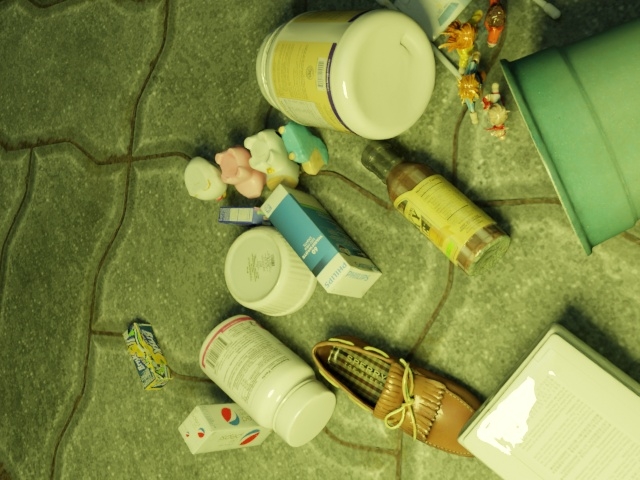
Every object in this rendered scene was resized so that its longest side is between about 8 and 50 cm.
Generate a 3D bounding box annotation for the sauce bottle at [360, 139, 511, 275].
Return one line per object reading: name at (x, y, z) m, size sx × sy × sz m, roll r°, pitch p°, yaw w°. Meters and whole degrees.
sauce bottle at (0.210, -0.075, 1.293) m, size 0.111 × 0.111 × 0.344 m, roll -52°, pitch 56°, yaw 15°

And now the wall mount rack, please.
wall mount rack at (0.277, -0.464, 1.314) m, size 0.304 × 0.130 × 0.350 m, roll 43°, pitch 110°, yaw -2°

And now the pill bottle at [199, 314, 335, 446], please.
pill bottle at (-0.113, 0.294, 1.411) m, size 0.283 × 0.160 × 0.160 m, roll 34°, pitch 101°, yaw 34°

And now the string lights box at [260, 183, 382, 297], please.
string lights box at (0.000, 0.000, 1.404) m, size 0.076 × 0.133 × 0.259 m, roll -50°, pitch 58°, yaw 16°

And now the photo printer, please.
photo printer at (0.413, 0.318, 1.042) m, size 0.308 × 0.107 × 0.256 m, roll 38°, pitch 100°, yaw 13°

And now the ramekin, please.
ramekin at (-0.118, 0.063, 1.488) m, size 0.207 × 0.109 × 0.207 m, roll -7°, pitch 77°, yaw 33°

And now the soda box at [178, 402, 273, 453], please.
soda box at (-0.191, 0.393, 1.411) m, size 0.074 × 0.216 × 0.069 m, roll -50°, pitch 57°, yaw 16°

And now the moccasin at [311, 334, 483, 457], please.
moccasin at (0.145, 0.281, 1.246) m, size 0.380 × 0.147 × 0.139 m, roll 31°, pitch 99°, yaw 34°

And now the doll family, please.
doll family at (0.277, -0.309, 1.204) m, size 0.119 × 0.163 × 0.262 m, roll -2°, pitch 102°, yaw 15°

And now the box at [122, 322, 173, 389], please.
box at (-0.440, 0.293, 1.693) m, size 0.054 × 0.059 × 0.168 m, roll -40°, pitch 62°, yaw 21°

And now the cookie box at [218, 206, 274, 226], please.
cookie box at (-0.167, -0.054, 1.553) m, size 0.107 × 0.092 × 0.040 m, roll 2°, pitch 86°, yaw 34°

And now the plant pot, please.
plant pot at (0.496, -0.195, 1.008) m, size 0.334 × 0.341 × 0.340 m, roll -24°, pitch 68°, yaw 19°

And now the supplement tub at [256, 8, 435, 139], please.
supplement tub at (0.039, -0.340, 1.347) m, size 0.331 × 0.241 × 0.240 m, roll 24°, pitch 95°, yaw 51°

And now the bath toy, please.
bath toy at (-0.158, -0.166, 1.549) m, size 0.349 × 0.129 × 0.151 m, roll -13°, pitch 93°, yaw 32°
